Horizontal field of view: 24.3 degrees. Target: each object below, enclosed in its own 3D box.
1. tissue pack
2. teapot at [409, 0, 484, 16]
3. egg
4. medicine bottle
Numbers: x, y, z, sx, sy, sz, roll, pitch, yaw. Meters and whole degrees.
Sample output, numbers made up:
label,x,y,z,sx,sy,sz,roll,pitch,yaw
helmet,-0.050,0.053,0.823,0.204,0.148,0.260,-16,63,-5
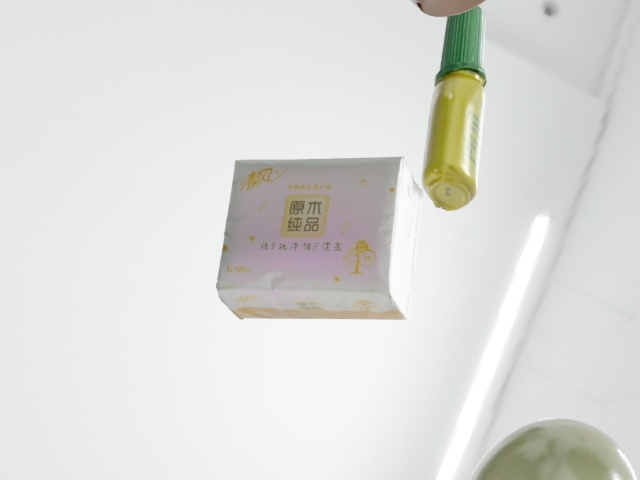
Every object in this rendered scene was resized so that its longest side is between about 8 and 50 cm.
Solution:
label,x,y,z,sx,sy,sz,roll,pitch,yaw
tissue pack,0.000,0.000,1.837,0.124,0.225,0.185,53,41,-60
teapot,0.126,-0.299,1.518,0.173,0.116,0.116,68,44,-70
egg,0.241,0.308,1.599,0.253,0.188,0.188,-58,-175,-32
medicine bottle,0.190,-0.192,2.036,0.111,0.076,0.309,63,32,-57
